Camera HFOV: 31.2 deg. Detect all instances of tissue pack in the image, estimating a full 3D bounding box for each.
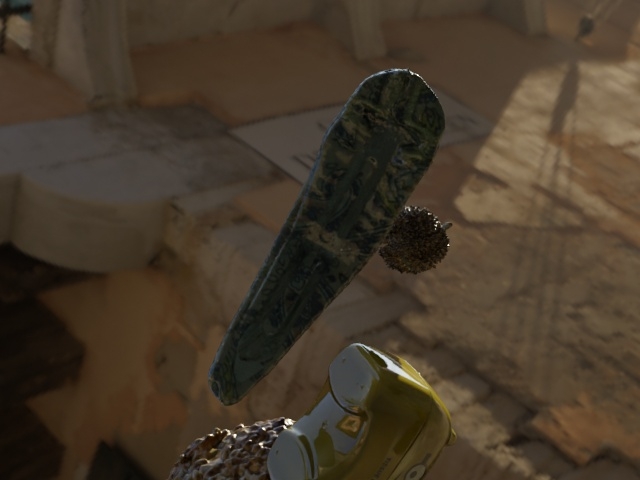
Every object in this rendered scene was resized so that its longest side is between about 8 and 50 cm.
[{"bbox_3d":[0.044,0.201,1.137,0.127,0.123,0.178,31,-80,-30],"label":"tissue pack"}]

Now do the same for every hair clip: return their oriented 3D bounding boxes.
[{"bbox_3d":[0.000,0.000,0.696,0.229,0.066,0.036,-58,-2,2],"label":"hair clip"}]

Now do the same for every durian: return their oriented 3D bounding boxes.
[{"bbox_3d":[0.105,-0.003,1.278,0.091,0.080,0.080,-27,-36,-11],"label":"durian"}]

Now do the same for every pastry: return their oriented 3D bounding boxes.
[{"bbox_3d":[-0.103,0.347,1.487,0.284,0.316,0.184,-40,-76,-8],"label":"pastry"}]
